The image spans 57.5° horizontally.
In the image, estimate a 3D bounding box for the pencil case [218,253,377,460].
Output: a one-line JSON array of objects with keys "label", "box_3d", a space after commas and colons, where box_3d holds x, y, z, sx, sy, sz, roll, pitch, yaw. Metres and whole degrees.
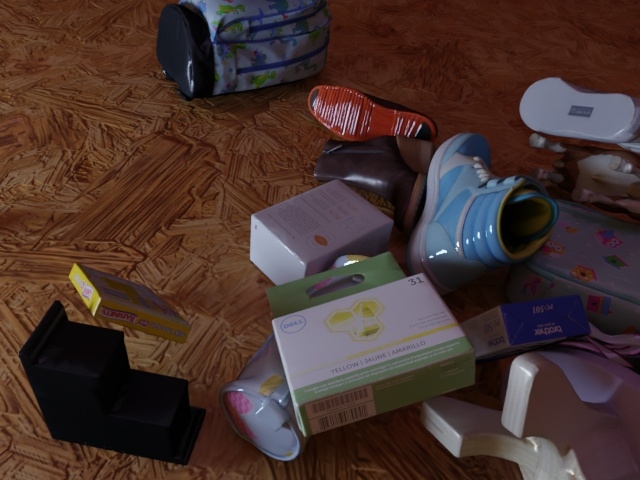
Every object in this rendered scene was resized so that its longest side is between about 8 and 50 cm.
[{"label": "pencil case", "box_3d": [0.001, 0.129, 0.703, 0.113, 0.124, 0.273, 53, 49, -10]}]

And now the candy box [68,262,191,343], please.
[{"label": "candy box", "box_3d": [-0.234, 0.071, 0.697, 0.105, 0.027, 0.206, 27, -6, -30]}]

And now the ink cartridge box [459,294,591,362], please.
[{"label": "ink cartridge box", "box_3d": [0.210, 0.114, 0.689, 0.097, 0.207, 0.046, -6, 73, -13]}]

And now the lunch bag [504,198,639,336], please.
[{"label": "lunch bag", "box_3d": [0.425, 0.046, 0.865, 0.279, 0.108, 0.224, 23, 44, 18]}]

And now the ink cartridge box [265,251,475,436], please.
[{"label": "ink cartridge box", "box_3d": [0.034, 0.078, 0.615, 0.171, 0.056, 0.235, -16, 36, -6]}]

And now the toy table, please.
[{"label": "toy table", "box_3d": [0.230, 0.218, 0.565, 0.160, 0.252, 0.274, -4, 8, -26]}]

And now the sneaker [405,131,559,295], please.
[{"label": "sneaker", "box_3d": [0.260, -0.069, 0.867, 0.127, 0.208, 0.319, 38, 53, -24]}]

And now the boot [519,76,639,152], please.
[{"label": "boot", "box_3d": [0.441, -0.191, 0.937, 0.123, 0.095, 0.258, 16, 17, -24]}]

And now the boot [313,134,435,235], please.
[{"label": "boot", "box_3d": [0.089, -0.101, 1.027, 0.206, 0.090, 0.248, 3, 43, 15]}]

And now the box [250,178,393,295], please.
[{"label": "box", "box_3d": [0.000, 0.000, 0.870, 0.170, 0.091, 0.130, -26, 51, -32]}]

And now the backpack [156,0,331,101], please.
[{"label": "backpack", "box_3d": [-0.146, -0.446, 1.264, 0.355, 0.273, 0.290, -2, 34, -29]}]

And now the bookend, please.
[{"label": "bookend", "box_3d": [-0.211, 0.154, 0.618, 0.156, 0.157, 0.072, 10, 42, 4]}]

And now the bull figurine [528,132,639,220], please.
[{"label": "bull figurine", "box_3d": [0.454, -0.104, 0.960, 0.188, 0.101, 0.310, 9, 12, -23]}]

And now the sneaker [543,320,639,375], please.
[{"label": "sneaker", "box_3d": [0.379, 0.164, 0.769, 0.178, 0.072, 0.077, 16, 53, 22]}]

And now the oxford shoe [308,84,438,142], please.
[{"label": "oxford shoe", "box_3d": [0.106, -0.247, 1.183, 0.271, 0.097, 0.098, 24, 24, 11]}]
